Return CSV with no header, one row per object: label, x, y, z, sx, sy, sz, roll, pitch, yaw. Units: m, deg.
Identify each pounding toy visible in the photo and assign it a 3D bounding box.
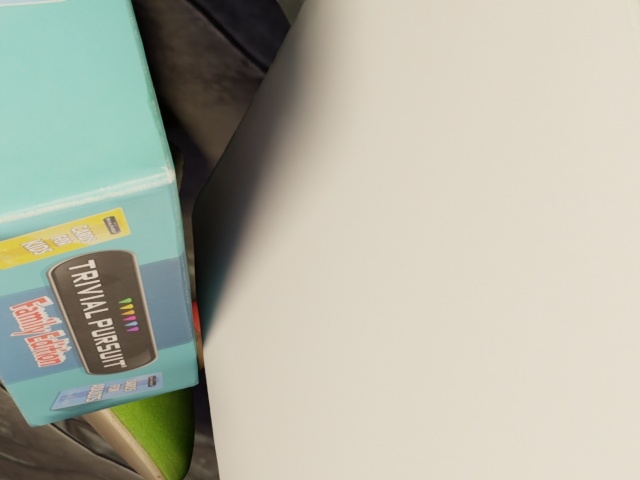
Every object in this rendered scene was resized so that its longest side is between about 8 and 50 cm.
pounding toy,-0.137,0.043,1.064,0.237,0.110,0.183,39,164,34

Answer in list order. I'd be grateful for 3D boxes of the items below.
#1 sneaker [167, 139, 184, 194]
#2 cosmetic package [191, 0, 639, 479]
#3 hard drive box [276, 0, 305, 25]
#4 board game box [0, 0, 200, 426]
sneaker,-0.279,-0.108,0.921,0.410,0.158,0.182,8,137,10
cosmetic package,0.200,0.050,0.558,0.393,0.327,0.329,4,147,-21
hard drive box,0.060,-0.189,0.669,0.232,0.089,0.181,-5,133,33
board game box,-0.122,-0.124,0.617,0.079,0.336,0.254,-14,164,-7
